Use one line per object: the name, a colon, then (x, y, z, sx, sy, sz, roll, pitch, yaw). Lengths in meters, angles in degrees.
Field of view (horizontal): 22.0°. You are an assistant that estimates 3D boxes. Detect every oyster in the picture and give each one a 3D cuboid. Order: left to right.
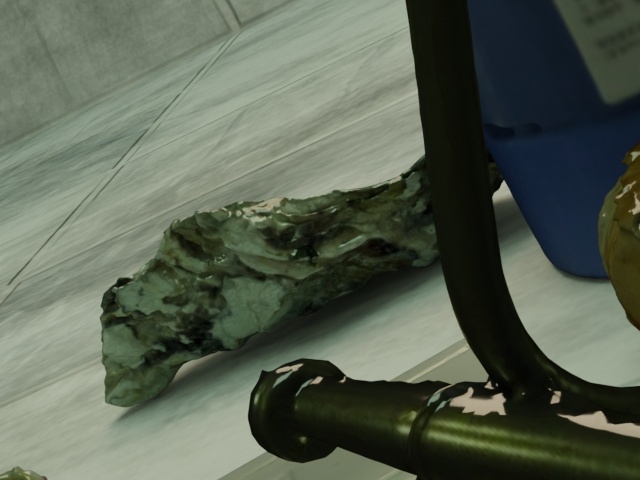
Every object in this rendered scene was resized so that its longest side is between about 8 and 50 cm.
oyster: (-0.002, -0.003, 0.941, 0.252, 0.087, 0.199, -27, 1, -30)

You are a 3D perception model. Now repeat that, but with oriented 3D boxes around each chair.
chair: (0.204, -0.099, 0.291, 0.365, 0.361, 0.410, -15, 20, -20)

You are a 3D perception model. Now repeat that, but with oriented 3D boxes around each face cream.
face cream: (0.174, -0.137, 0.797, 0.249, 0.225, 0.249, -25, 13, 6)

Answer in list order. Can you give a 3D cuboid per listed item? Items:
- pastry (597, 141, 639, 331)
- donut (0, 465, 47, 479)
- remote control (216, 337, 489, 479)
pastry: (0.179, -0.014, 0.627, 0.153, 0.081, 0.153, -25, 12, 6)
donut: (-0.175, 0.162, 0.662, 0.166, 0.065, 0.108, -24, -28, -16)
remote control: (-0.035, 0.130, 0.576, 0.277, 0.055, 0.103, -30, 13, -2)
